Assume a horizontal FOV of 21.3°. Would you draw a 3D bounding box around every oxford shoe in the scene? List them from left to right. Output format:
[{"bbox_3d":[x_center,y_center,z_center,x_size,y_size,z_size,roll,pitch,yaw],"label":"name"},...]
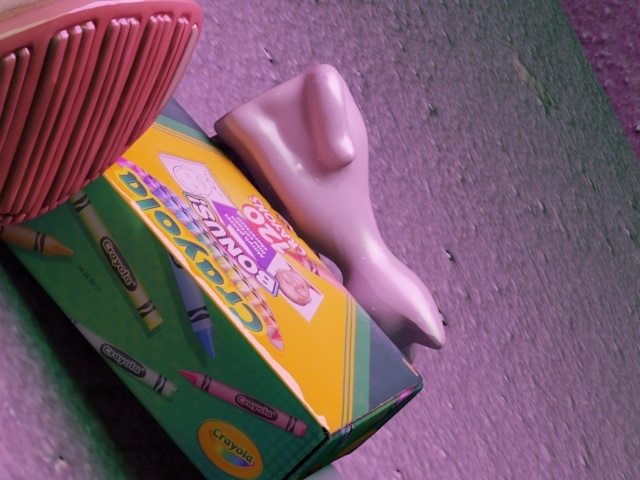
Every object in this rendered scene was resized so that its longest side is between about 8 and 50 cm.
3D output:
[{"bbox_3d":[-0.209,-0.088,0.844,0.146,0.140,0.397,37,28,20],"label":"oxford shoe"}]

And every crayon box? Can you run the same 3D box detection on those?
[{"bbox_3d":[-0.078,0.023,1.041,0.278,0.081,0.165,48,21,10],"label":"crayon box"}]

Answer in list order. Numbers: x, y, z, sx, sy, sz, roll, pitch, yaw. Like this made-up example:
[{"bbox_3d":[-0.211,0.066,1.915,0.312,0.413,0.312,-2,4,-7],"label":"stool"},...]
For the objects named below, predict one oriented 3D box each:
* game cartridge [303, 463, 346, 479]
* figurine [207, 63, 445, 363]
[{"bbox_3d":[0.034,0.275,1.033,0.294,0.060,0.196,58,25,3],"label":"game cartridge"},{"bbox_3d":[0.000,0.000,1.185,0.209,0.092,0.215,62,-20,-2],"label":"figurine"}]
